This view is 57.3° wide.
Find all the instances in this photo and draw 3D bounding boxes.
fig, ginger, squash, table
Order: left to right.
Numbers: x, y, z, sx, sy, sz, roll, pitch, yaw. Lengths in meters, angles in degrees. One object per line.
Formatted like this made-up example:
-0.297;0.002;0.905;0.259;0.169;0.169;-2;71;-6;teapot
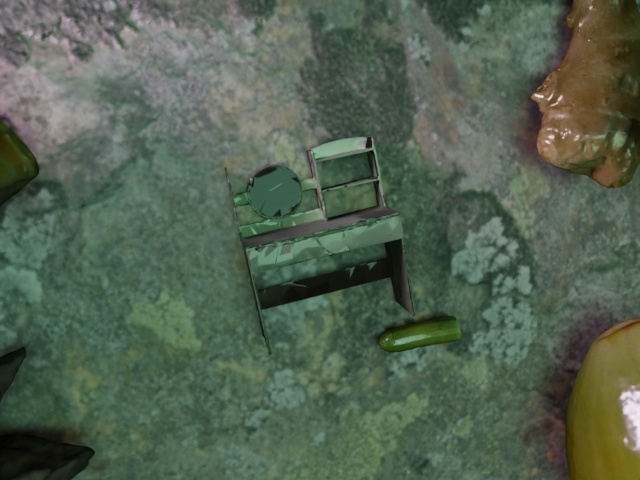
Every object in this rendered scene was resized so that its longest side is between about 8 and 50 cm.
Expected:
0.000;0.000;0.555;0.146;0.062;0.175;-14;103;-10;table
0.101;0.098;0.605;0.083;0.027;0.027;-9;99;-11;squash
0.266;-0.197;0.580;0.131;0.086;0.294;-7;91;-2;ginger
0.356;0.202;0.596;0.207;0.207;0.230;8;62;-13;fig

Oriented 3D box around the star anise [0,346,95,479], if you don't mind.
-0.359;0.218;0.479;0.332;0.117;0.331;-1;99;-6;star anise

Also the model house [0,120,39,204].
-0.374;-0.084;0.423;0.268;0.173;0.239;-28;95;-13;model house
